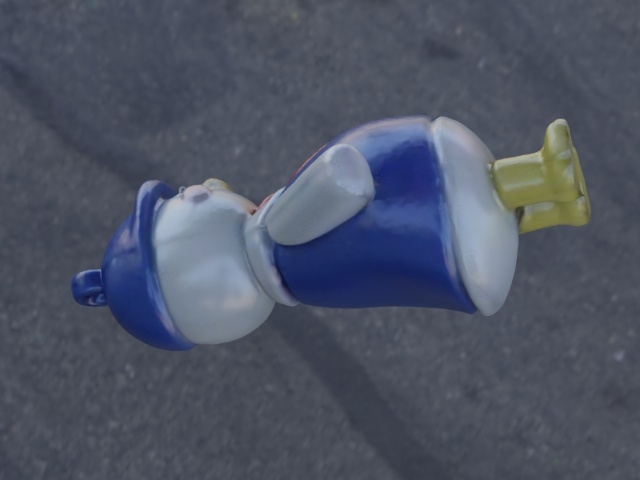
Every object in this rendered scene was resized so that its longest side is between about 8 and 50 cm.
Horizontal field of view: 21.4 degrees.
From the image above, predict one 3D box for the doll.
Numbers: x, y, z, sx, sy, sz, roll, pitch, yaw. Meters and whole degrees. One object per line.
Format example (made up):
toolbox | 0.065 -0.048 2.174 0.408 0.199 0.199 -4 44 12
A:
doll | 0.000 0.000 0.449 0.143 0.099 0.058 -13 70 14
